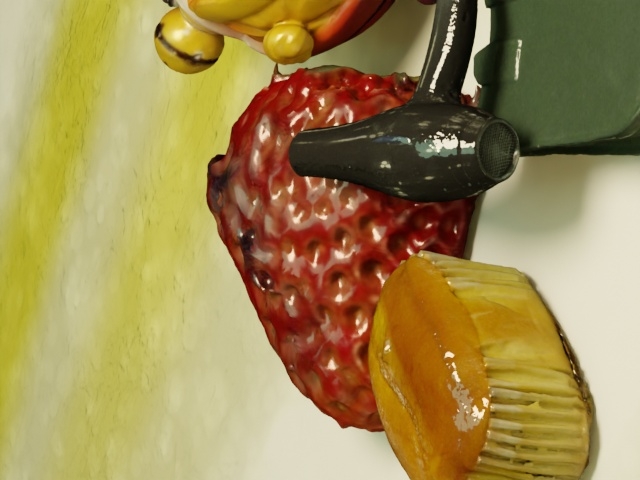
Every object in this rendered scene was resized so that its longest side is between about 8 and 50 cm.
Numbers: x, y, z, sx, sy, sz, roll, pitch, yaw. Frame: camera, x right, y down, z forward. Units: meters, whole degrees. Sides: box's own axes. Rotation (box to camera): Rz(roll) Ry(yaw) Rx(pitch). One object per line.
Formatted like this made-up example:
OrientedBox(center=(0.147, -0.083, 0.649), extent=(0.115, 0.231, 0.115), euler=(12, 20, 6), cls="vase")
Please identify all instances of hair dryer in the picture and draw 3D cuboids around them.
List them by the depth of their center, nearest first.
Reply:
OrientedBox(center=(0.068, -0.135, 1.273), extent=(0.195, 0.075, 0.219), euler=(5, 81, 49), cls="hair dryer")

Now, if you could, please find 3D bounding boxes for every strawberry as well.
OrientedBox(center=(-0.007, -0.010, 1.446), extent=(0.253, 0.150, 0.280), euler=(28, 109, 57), cls="strawberry")

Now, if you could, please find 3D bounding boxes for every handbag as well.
OrientedBox(center=(0.173, -0.178, 1.203), extent=(0.260, 0.079, 0.248), euler=(180, 90, -66), cls="handbag")

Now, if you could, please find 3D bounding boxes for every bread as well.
OrientedBox(center=(0.100, 0.099, 1.277), extent=(0.190, 0.114, 0.132), euler=(-109, 33, -45), cls="bread")

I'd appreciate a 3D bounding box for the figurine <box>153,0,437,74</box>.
OrientedBox(center=(-0.030, -0.268, 1.479), extent=(0.320, 0.196, 0.323), euler=(-69, 25, 20), cls="figurine")
